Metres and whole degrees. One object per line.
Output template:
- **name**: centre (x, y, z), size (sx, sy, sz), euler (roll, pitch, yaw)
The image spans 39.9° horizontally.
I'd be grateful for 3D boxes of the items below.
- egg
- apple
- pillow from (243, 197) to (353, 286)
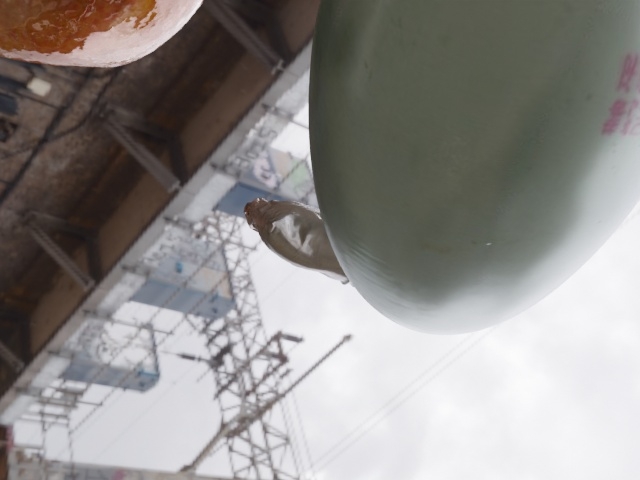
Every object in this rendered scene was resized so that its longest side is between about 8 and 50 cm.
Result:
- **egg**: centre (0.106, -0.091, 0.558), size (0.230, 0.230, 0.371), euler (-120, -150, -43)
- **apple**: centre (-0.271, -0.321, 0.961), size (0.275, 0.299, 0.299), euler (-60, -140, 21)
- **pillow**: centre (0.000, 0.000, 1.003), size (0.270, 0.173, 0.067), euler (-143, -105, -77)
